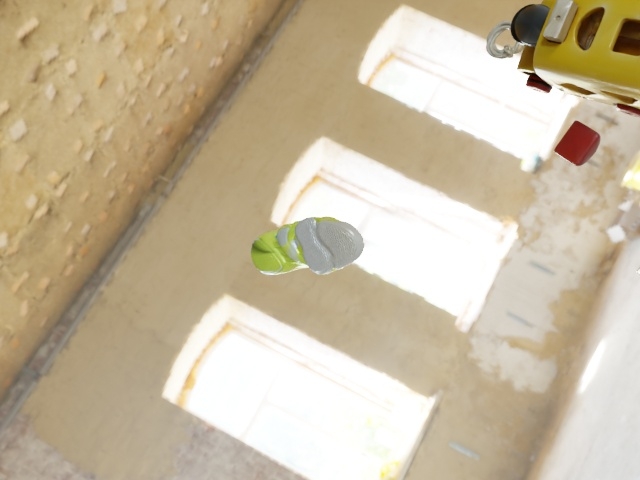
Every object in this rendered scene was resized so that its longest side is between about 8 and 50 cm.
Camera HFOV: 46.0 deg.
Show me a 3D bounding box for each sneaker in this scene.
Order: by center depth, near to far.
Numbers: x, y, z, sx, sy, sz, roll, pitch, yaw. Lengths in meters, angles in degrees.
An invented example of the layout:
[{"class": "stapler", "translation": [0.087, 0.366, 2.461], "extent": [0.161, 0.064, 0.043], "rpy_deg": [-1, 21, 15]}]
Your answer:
[{"class": "sneaker", "translation": [0.000, 0.000, 1.218], "extent": [0.126, 0.240, 0.091], "rpy_deg": [-17, -81, -45]}]

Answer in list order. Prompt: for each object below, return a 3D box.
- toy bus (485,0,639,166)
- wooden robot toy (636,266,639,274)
[{"class": "toy bus", "translation": [0.246, -0.188, 0.704], "extent": [0.202, 0.191, 0.104], "rpy_deg": [-30, -25, 31]}, {"class": "wooden robot toy", "translation": [0.435, 0.052, 0.870], "extent": [0.079, 0.173, 0.076], "rpy_deg": [-3, -75, -43]}]
